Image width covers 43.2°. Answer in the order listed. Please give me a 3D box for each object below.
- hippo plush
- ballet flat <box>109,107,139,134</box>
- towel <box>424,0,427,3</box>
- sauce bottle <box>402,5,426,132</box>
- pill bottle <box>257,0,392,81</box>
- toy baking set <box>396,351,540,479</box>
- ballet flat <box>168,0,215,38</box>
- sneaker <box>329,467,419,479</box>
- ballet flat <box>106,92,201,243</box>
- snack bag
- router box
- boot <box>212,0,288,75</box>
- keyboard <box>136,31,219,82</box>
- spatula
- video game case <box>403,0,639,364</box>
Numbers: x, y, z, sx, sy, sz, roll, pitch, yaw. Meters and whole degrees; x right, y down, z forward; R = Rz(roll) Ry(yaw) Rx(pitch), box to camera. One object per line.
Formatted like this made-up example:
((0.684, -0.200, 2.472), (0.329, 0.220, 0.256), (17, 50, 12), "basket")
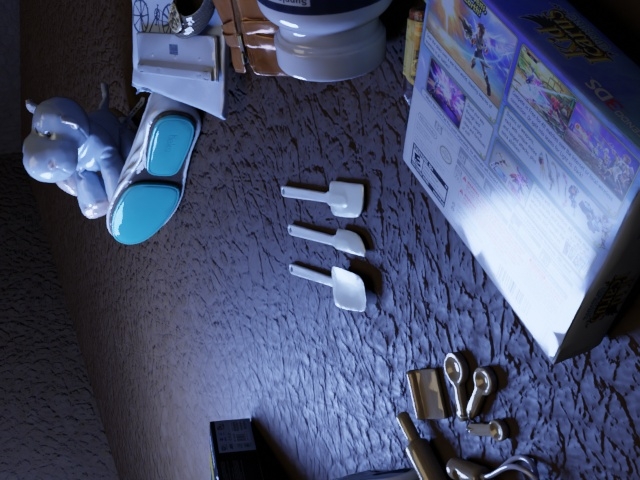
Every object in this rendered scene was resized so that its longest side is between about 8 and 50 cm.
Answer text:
((-0.483, -0.200, 1.689), (0.234, 0.236, 0.294), (22, 89, 20), "hippo plush")
((-0.430, -0.218, 1.845), (0.073, 0.080, 0.232), (-33, 69, 31), "ballet flat")
((0.097, -0.309, 0.768), (0.152, 0.023, 0.113), (98, 157, -74), "towel")
((0.106, -0.174, 0.832), (0.042, 0.042, 0.128), (38, 134, 53), "sauce bottle")
((0.001, -0.309, 0.832), (0.153, 0.153, 0.265), (49, 154, 46), "pill bottle")
((0.159, 0.241, 0.876), (0.256, 0.030, 0.197), (66, 150, 26), "toy baking set")
((-0.174, -0.393, 1.198), (0.250, 0.058, 0.084), (-39, 75, 45), "ballet flat")
((0.065, 0.366, 1.046), (0.217, 0.079, 0.121), (-33, 68, 60), "sneaker")
((-0.331, -0.154, 1.607), (0.400, 0.139, 0.139), (-57, 49, 44), "ballet flat")
((-0.228, -0.390, 1.344), (0.323, 0.037, 0.343), (25, 119, 44), "snack bag")
((-0.142, 0.501, 1.408), (0.309, 0.081, 0.243), (-118, 28, -63), "router box")
((-0.056, -0.317, 1.036), (0.283, 0.109, 0.220), (13, 121, 45), "boot")
((-0.243, -0.309, 1.350), (0.256, 0.014, 0.072), (18, 109, 47), "keyboard")
((0.000, 0.000, 1.119), (0.242, 0.019, 0.168), (12, 110, 61), "spatula")
((0.168, -0.074, 0.667), (0.244, 0.061, 0.270), (92, 153, -52), "video game case")
